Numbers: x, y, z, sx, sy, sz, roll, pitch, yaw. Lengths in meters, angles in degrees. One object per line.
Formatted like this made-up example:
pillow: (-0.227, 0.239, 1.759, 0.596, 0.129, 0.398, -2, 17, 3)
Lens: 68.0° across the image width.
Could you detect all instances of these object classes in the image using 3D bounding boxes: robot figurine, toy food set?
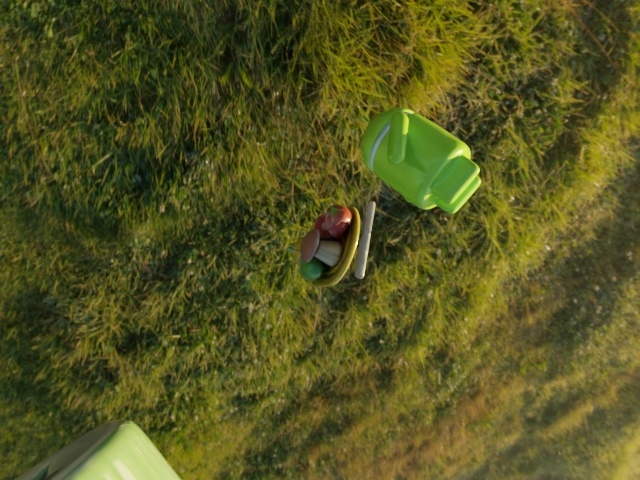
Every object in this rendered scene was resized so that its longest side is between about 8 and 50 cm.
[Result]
robot figurine: (0.084, -0.074, 0.422, 0.067, 0.115, 0.101, -49, 154, 3)
toy food set: (0.000, 0.000, 0.726, 0.071, 0.218, 0.128, 18, 75, -18)

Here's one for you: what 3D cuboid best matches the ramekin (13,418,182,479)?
ramekin: (-0.219, 0.270, 0.332, 0.303, 0.303, 0.148, -33, 91, 9)
